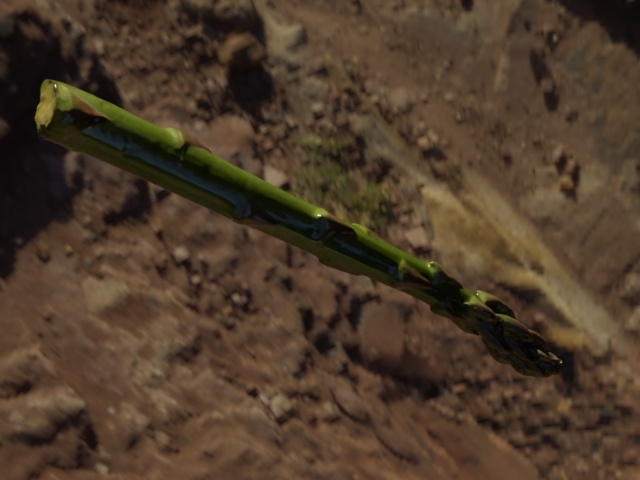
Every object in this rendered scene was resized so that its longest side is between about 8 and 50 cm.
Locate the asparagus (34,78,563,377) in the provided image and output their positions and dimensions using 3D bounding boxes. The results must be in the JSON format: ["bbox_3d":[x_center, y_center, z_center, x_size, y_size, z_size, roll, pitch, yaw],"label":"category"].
[{"bbox_3d":[0.000,0.000,0.667,0.025,0.248,0.024,-57,29,12],"label":"asparagus"}]
